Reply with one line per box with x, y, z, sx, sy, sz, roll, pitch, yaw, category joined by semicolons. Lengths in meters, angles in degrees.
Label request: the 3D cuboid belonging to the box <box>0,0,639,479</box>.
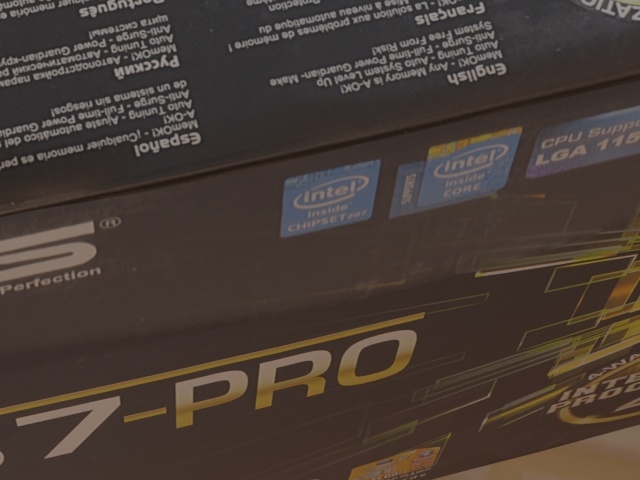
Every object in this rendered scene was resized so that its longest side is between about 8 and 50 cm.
0.000;0.000;0.571;0.394;0.097;0.318;-13;-24;-11;box
